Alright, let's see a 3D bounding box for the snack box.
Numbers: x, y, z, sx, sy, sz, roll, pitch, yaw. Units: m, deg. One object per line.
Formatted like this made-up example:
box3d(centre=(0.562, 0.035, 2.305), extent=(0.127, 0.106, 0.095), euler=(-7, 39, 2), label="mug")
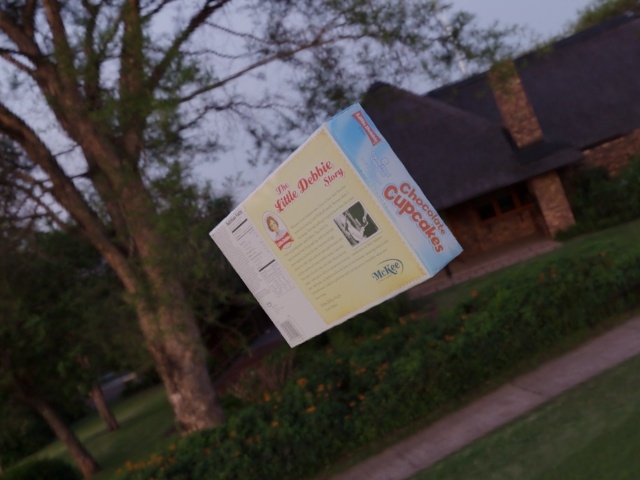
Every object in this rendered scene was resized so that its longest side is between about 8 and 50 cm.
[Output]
box3d(centre=(0.000, 0.000, 0.921), extent=(0.060, 0.187, 0.322), euler=(-36, 1, -35), label="snack box")
